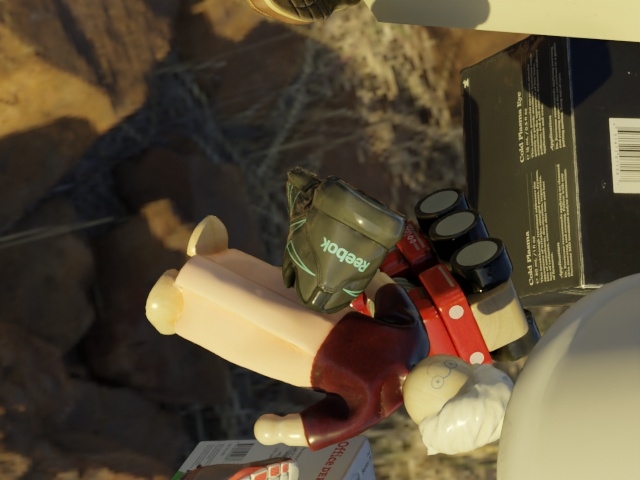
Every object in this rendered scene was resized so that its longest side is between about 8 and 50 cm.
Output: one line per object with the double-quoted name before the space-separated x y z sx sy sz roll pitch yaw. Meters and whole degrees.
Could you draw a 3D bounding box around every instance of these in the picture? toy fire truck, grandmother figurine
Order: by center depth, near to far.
"grandmother figurine" 0.012 0.100 1.408 0.207 0.342 0.104 -61 156 -19
"toy fire truck" 0.067 0.057 1.615 0.217 0.246 0.158 -117 -178 -64

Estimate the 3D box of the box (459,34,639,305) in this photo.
"box" 0.333 -0.092 2.074 0.179 0.312 0.343 0 84 -21

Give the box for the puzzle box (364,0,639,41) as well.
"puzzle box" 0.148 -0.299 1.439 0.052 0.409 0.272 -55 131 -22

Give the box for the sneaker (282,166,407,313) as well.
"sneaker" 0.000 0.000 1.368 0.101 0.267 0.106 28 91 -5

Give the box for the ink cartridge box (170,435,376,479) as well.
"ink cartridge box" -0.056 0.286 1.728 0.153 0.208 0.086 -48 130 -62

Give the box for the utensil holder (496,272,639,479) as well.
"utensil holder" 0.357 0.165 1.062 0.328 0.385 0.327 3 83 -25

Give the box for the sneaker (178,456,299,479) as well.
"sneaker" -0.089 0.216 1.407 0.158 0.065 0.061 -12 126 -41

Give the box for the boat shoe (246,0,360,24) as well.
"boat shoe" -0.024 -0.208 1.326 0.178 0.060 0.064 -26 98 -64
